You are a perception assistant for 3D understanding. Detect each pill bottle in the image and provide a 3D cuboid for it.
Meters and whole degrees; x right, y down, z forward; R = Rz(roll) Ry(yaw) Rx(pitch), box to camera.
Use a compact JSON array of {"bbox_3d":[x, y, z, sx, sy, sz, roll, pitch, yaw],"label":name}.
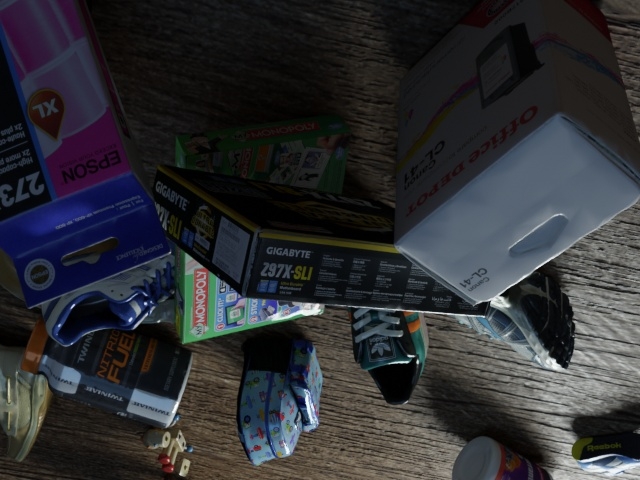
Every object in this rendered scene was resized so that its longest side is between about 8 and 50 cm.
[{"bbox_3d":[0.325,0.416,1.618,0.193,0.108,0.108,32,129,-21],"label":"pill bottle"},{"bbox_3d":[-0.334,0.196,1.499,0.246,0.130,0.130,19,132,-10],"label":"pill bottle"}]

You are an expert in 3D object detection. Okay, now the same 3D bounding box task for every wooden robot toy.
[{"bbox_3d":[-0.284,0.350,1.678,0.079,0.076,0.173,4,133,20],"label":"wooden robot toy"}]

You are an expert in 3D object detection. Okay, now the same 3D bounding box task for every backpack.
[{"bbox_3d":[-0.066,0.253,1.482,0.117,0.173,0.158,-2,131,10],"label":"backpack"}]

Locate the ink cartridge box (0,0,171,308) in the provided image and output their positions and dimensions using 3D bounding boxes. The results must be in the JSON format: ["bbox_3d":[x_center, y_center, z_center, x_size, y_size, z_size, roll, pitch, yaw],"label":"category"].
[{"bbox_3d":[-0.307,-0.129,1.056,0.176,0.069,0.371,-21,83,3],"label":"ink cartridge box"}]

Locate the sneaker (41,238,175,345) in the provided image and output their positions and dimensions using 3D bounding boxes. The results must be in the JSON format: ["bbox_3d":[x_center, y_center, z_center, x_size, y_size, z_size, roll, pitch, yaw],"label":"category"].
[{"bbox_3d":[-0.241,0.065,1.332,0.296,0.131,0.112,-22,129,3],"label":"sneaker"}]

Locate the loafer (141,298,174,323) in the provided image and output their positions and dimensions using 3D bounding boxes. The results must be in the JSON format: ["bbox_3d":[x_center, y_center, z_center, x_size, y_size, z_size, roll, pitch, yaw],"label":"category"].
[{"bbox_3d":[-0.222,0.106,1.469,0.125,0.039,0.045,2,99,3],"label":"loafer"}]

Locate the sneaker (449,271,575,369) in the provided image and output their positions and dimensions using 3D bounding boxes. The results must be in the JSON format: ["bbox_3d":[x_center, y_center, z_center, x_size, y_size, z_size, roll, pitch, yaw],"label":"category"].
[{"bbox_3d":[0.249,0.086,1.352,0.283,0.110,0.122,43,142,-24],"label":"sneaker"}]

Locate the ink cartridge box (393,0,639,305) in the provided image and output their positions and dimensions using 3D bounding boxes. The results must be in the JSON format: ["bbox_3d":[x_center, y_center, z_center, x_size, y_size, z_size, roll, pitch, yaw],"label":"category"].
[{"bbox_3d":[0.195,-0.121,1.009,0.131,0.306,0.226,34,126,-21],"label":"ink cartridge box"}]

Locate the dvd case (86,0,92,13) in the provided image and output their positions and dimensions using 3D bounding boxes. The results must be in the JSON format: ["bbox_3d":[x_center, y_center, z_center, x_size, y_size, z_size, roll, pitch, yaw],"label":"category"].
[{"bbox_3d":[-0.378,-0.177,1.133,0.180,0.022,0.253,10,92,-1],"label":"dvd case"}]

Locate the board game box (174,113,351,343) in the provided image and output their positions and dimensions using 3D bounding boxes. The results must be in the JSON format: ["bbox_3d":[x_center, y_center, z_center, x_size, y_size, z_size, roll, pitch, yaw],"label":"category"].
[{"bbox_3d":[-0.083,-0.009,1.259,0.213,0.046,0.317,-10,133,-20],"label":"board game box"}]

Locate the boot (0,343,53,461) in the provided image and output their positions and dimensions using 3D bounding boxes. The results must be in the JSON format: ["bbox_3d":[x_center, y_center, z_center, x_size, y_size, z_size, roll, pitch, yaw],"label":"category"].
[{"bbox_3d":[-0.555,0.254,1.608,0.203,0.095,0.262,18,131,-8],"label":"boot"}]

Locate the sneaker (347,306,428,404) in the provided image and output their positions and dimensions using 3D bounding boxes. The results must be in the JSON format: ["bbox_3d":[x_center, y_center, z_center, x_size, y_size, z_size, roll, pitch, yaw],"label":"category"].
[{"bbox_3d":[0.091,0.108,1.361,0.108,0.121,0.302,-9,129,18],"label":"sneaker"}]

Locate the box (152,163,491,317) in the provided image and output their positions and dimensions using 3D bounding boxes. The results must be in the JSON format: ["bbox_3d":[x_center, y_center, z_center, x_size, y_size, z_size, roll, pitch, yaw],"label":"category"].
[{"bbox_3d":[0.000,0.000,1.088,0.322,0.257,0.079,7,102,-33],"label":"box"}]

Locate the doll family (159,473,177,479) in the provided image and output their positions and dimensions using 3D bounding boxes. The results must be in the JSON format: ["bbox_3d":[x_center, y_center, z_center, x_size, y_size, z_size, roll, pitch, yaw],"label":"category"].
[{"bbox_3d":[-0.261,0.513,1.745,0.118,0.163,0.263,28,153,4],"label":"doll family"}]

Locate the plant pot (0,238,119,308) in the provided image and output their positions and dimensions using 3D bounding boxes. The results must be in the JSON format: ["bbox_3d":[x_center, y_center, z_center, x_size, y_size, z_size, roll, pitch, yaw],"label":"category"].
[{"bbox_3d":[-0.379,0.018,1.410,0.236,0.032,0.236,5,132,5],"label":"plant pot"}]

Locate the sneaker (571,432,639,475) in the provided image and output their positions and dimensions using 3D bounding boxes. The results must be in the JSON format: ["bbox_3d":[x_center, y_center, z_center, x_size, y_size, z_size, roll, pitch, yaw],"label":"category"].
[{"bbox_3d":[0.487,0.351,1.575,0.144,0.053,0.059,-6,131,25],"label":"sneaker"}]
